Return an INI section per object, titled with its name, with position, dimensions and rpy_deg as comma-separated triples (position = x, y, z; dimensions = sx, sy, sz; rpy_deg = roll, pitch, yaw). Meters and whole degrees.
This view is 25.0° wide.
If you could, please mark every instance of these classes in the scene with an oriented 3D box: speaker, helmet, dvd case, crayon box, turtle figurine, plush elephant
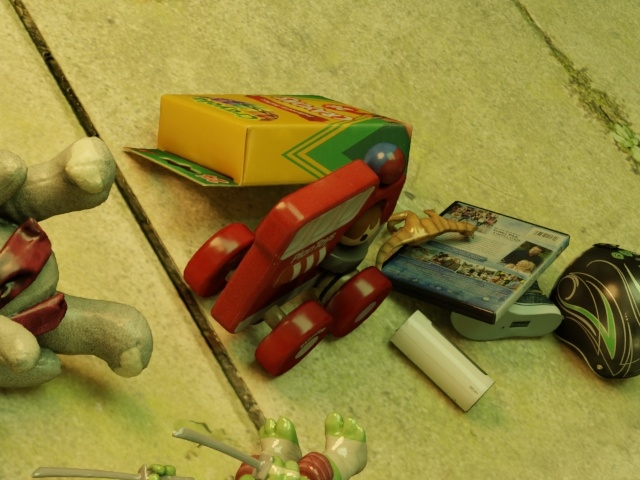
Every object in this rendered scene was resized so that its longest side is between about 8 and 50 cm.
[speaker]
position = 0.153, 0.152, 1.823
dimensions = 0.136, 0.055, 0.055
rpy_deg = 43, 40, 9
[helmet]
position = 0.412, 0.101, 1.987
dimensions = 0.169, 0.169, 0.161
rpy_deg = -8, 40, -40
[dvd case]
position = 0.207, 0.024, 1.950
dimensions = 0.180, 0.022, 0.253
rpy_deg = 18, 33, 26
[crayon box]
position = -0.066, -0.131, 1.849
dimensions = 0.318, 0.081, 0.202
rpy_deg = -5, 19, -39
[turtle figurine]
position = -0.085, 0.233, 1.465
dimensions = 0.275, 0.198, 0.266
rpy_deg = 46, 37, 7
[plush elephant]
position = -0.348, 0.064, 1.401
dimensions = 0.329, 0.272, 0.255
rpy_deg = 2, 29, 3

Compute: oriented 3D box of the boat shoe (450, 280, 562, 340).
[boat shoe]
position = 0.236, 0.085, 1.949
dimensions = 0.183, 0.065, 0.083
rpy_deg = 5, 40, -35

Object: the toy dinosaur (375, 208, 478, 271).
[toy dinosaur]
position = 0.118, -0.011, 1.917
dimensions = 0.211, 0.064, 0.112
rpy_deg = -20, 37, -34

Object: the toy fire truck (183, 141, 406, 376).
[toy fire truck]
position = 0.000, 0.000, 1.706
dimensions = 0.169, 0.254, 0.302
rpy_deg = 47, 41, 13
